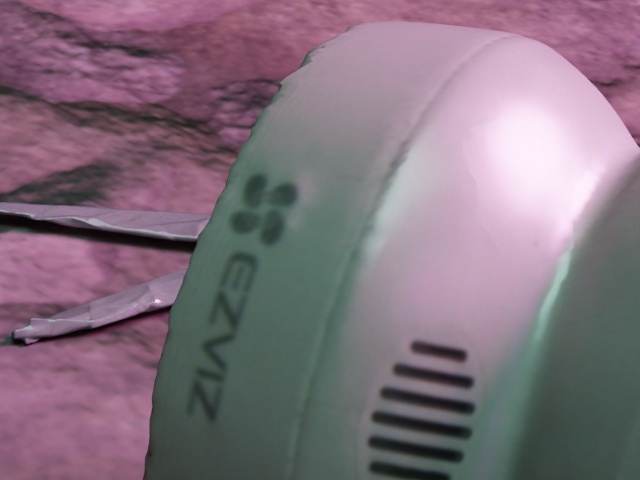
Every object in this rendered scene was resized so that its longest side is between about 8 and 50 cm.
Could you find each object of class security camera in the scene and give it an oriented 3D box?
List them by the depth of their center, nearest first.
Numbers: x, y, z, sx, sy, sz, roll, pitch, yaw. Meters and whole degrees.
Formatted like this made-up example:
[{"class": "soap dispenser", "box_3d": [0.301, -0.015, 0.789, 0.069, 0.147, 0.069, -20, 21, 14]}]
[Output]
[{"class": "security camera", "box_3d": [0.098, 0.054, 0.456, 0.236, 0.195, 0.194, 13, 32, 22]}]

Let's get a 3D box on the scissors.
[{"class": "scissors", "box_3d": [0.000, 0.000, 0.691, 0.247, 0.017, 0.144, -4, 35, -20]}]
